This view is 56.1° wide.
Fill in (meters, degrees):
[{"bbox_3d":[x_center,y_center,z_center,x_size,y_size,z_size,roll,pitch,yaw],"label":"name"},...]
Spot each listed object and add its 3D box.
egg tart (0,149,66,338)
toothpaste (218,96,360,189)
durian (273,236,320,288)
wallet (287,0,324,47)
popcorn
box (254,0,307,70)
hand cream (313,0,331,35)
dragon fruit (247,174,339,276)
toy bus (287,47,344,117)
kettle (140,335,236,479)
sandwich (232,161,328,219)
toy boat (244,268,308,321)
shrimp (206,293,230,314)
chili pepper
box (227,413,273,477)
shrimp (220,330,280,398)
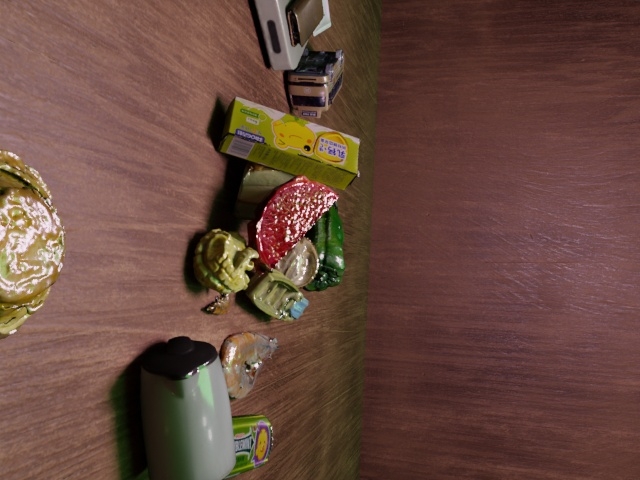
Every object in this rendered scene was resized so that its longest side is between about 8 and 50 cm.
[{"bbox_3d":[-0.373,0.008,0.679,0.241,0.106,0.241,4,90,-71],"label":"egg tart"},{"bbox_3d":[-0.068,-0.221,1.389,0.077,0.327,0.110,133,-33,-53],"label":"toothpaste"},{"bbox_3d":[-0.086,0.075,1.737,0.188,0.148,0.091,-60,-174,-14],"label":"durian"},{"bbox_3d":[-0.036,-0.608,1.611,0.110,0.031,0.198,79,26,-43],"label":"wallet"},{"bbox_3d":[-0.209,0.045,1.277,0.135,0.162,0.141,-15,83,-39],"label":"popcorn"},{"bbox_3d":[-0.098,-0.702,1.621,0.367,0.090,0.373,78,20,-46],"label":"box"},{"bbox_3d":[-0.006,-0.690,1.706,0.078,0.050,0.205,-43,143,-29],"label":"hand cream"},{"bbox_3d":[-0.104,-0.046,1.382,0.126,0.161,0.274,47,68,-14],"label":"dragon fruit"},{"bbox_3d":[-0.011,-0.503,1.888,0.289,0.139,0.157,-71,163,-57],"label":"toy bus"},{"bbox_3d":[-0.251,0.299,1.114,0.221,0.161,0.236,-132,-143,-71],"label":"kettle"},{"bbox_3d":[-0.120,-0.152,1.521,0.198,0.227,0.155,-124,-136,-52],"label":"sandwich"},{"bbox_3d":[-0.122,0.141,1.602,0.111,0.084,0.276,-50,153,-1],"label":"toy boat"},{"bbox_3d":[-0.231,0.129,1.364,0.127,0.025,0.091,-27,118,-78],"label":"shrimp"},{"bbox_3d":[-0.011,0.003,1.929,0.385,0.167,0.213,-87,-174,-53],"label":"chili pepper"},{"bbox_3d":[-0.205,0.469,1.370,0.345,0.097,0.134,46,49,-69],"label":"box"},{"bbox_3d":[-0.176,0.312,1.538,0.317,0.062,0.164,9,88,-71],"label":"shrimp"}]
